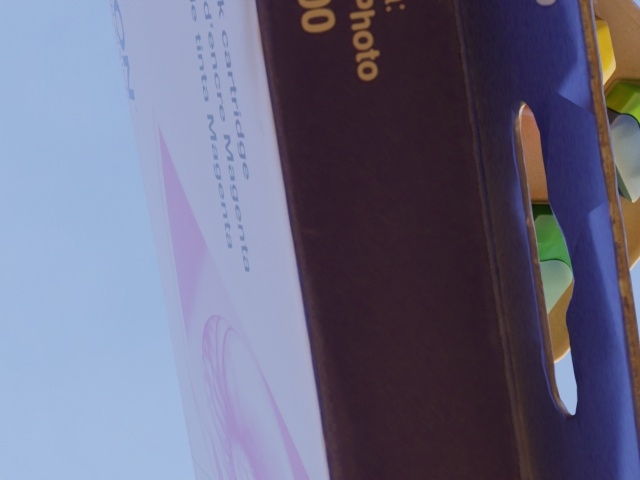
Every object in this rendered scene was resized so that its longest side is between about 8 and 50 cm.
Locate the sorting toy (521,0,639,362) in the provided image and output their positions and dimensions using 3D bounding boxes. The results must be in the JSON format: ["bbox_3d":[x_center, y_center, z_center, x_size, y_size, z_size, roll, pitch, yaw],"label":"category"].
[{"bbox_3d":[0.123,-0.047,0.992,0.208,0.038,0.193,37,-90,-36],"label":"sorting toy"}]

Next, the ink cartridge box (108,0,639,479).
[{"bbox_3d":[0.000,0.000,0.585,0.071,0.330,0.324,-11,-83,-14],"label":"ink cartridge box"}]
